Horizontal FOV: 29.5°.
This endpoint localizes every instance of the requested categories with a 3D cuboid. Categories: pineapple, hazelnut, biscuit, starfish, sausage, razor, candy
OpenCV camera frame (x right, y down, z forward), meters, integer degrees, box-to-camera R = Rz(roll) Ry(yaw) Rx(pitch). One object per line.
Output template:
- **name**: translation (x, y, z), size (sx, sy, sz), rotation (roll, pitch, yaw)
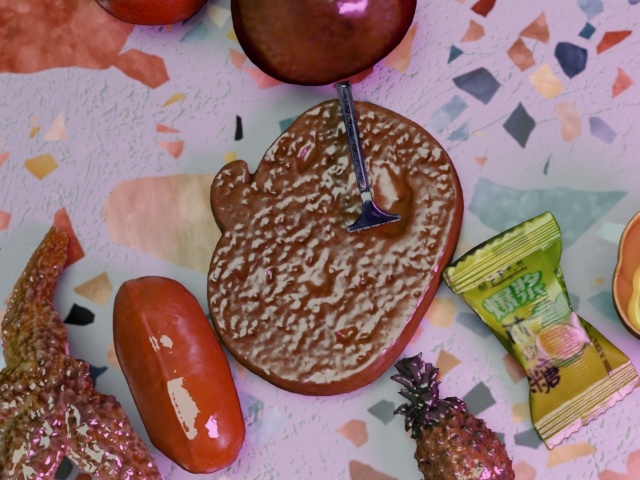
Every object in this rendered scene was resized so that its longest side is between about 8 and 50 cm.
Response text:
- **pineapple**: translation (0.144, 0.218, 1.406), size (0.108, 0.108, 0.198), rotation (-29, 66, 2)
- **hazelnut**: translation (0.004, -0.301, 1.495), size (0.229, 0.229, 0.229), rotation (-2, 77, 9)
- **biscuit**: translation (0.000, 0.000, 1.495), size (0.314, 0.063, 0.367), rotation (25, 81, 18)
- **starfish**: translation (-0.347, 0.223, 1.439), size (0.384, 0.132, 0.398), rotation (-38, 80, -17)
- **sausage**: translation (-0.170, 0.157, 1.450), size (0.133, 0.133, 0.258), rotation (-25, 72, 3)
- **razor**: translation (0.046, -0.108, 1.469), size (0.066, 0.033, 0.190), rotation (-13, 72, 6)
- **candy**: translation (0.264, 0.103, 1.417), size (0.149, 0.069, 0.246), rotation (-31, 91, 4)

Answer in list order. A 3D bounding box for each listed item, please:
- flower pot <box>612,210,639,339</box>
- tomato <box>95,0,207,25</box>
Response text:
- **flower pot**: translation (0.417, 0.054, 1.354), size (0.195, 0.179, 0.195), rotation (-2, 78, 10)
- **tomato**: translation (-0.205, -0.390, 1.540), size (0.188, 0.232, 0.232), rotation (12, 79, -6)
